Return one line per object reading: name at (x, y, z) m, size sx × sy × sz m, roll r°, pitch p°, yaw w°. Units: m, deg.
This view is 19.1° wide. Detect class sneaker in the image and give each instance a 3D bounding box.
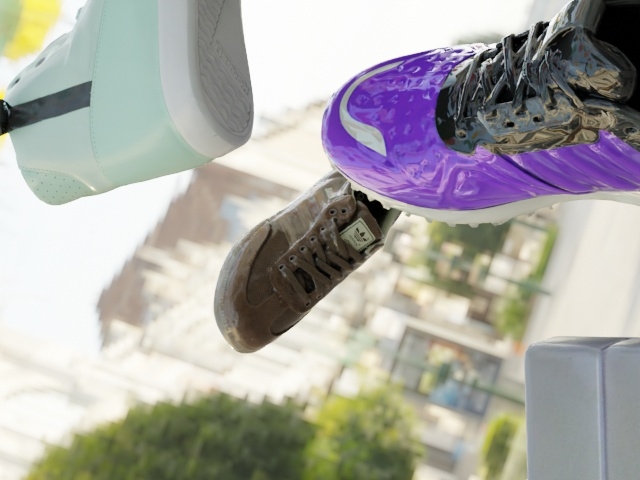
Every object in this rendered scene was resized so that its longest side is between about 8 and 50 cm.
sneaker at (0.000, 0.000, 1.272) m, size 0.071 × 0.066 × 0.188 m, roll -16°, pitch 27°, yaw 48°
sneaker at (0.128, -0.078, 0.966) m, size 0.146 × 0.293 × 0.102 m, roll 55°, pitch -135°, yaw -56°
sneaker at (-0.120, -0.139, 1.071) m, size 0.094 × 0.151 × 0.256 m, roll 42°, pitch -143°, yaw -46°

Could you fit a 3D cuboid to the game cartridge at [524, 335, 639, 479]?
game cartridge at (0.182, 0.213, 0.702) m, size 0.068 × 0.230 × 0.355 m, roll -3°, pitch -88°, yaw -50°
